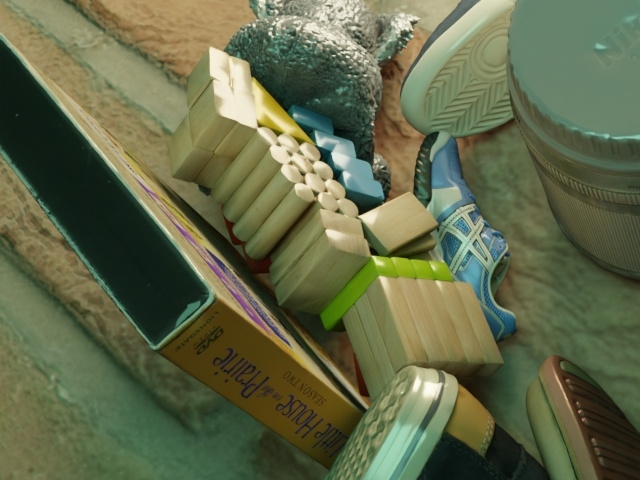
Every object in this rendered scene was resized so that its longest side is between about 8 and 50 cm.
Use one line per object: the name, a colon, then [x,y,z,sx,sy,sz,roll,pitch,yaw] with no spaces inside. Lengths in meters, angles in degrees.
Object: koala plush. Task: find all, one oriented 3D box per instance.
koala plush: [-0.003,-0.163,1.472,0.196,0.203,0.221,15,44,8]

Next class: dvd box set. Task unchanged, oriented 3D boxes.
dvd box set: [-0.102,0.032,1.265,0.062,0.420,0.307,-42,61,1]

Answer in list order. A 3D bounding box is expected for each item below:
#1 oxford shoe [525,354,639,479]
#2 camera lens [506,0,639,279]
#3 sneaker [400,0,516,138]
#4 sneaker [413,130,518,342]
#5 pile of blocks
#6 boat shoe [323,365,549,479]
oxford shoe: [0.211,0.271,1.214,0.146,0.140,0.397,-36,45,27]
camera lens: [0.276,-0.105,1.282,0.219,0.274,0.219,-7,64,15]
sneaker: [0.186,-0.248,1.480,0.350,0.131,0.148,-45,45,-4]
sneaker: [0.127,0.001,1.405,0.081,0.080,0.211,-8,73,8]
pile of blocks: [0.000,0.000,1.339,0.362,0.149,0.112,52,129,13]
boat shoe: [0.008,0.338,1.210,0.156,0.187,0.500,31,94,-8]
